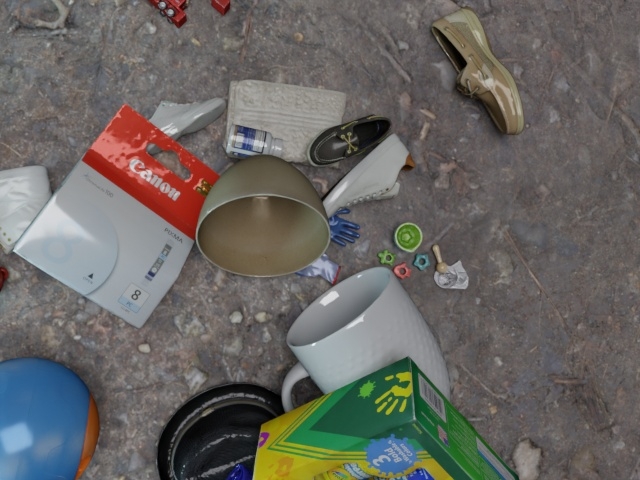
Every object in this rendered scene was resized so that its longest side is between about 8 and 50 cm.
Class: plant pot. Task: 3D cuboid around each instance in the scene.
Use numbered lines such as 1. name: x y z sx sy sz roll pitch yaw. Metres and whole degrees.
1. plant pot: -0.124 -0.076 1.513 0.284 0.284 0.191 4 51 -10

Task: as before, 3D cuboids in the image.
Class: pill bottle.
1. pill bottle: -0.147 -0.216 1.546 0.120 0.067 0.067 12 85 -10

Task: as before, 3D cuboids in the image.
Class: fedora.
1. fedora: -0.191 0.473 1.503 0.334 0.152 0.334 1 87 -10

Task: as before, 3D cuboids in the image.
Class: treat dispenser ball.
1. treat dispenser ball: -0.589 0.377 1.369 0.288 0.288 0.288 1 87 -10

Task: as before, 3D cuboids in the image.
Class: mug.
1. mug: 0.089 0.295 1.514 0.374 0.276 0.328 -34 103 3

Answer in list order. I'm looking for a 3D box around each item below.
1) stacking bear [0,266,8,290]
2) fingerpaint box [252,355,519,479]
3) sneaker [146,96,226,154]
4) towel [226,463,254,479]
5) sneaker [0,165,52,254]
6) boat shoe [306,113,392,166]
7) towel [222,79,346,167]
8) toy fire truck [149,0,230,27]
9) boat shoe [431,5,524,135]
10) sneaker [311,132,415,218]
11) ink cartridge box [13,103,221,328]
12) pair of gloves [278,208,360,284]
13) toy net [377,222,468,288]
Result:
1. stacking bear: -0.803 0.054 1.421 0.289 0.164 0.175 23 50 -18
2. fingerpaint box: 0.147 0.491 1.399 0.371 0.163 0.445 -29 119 22
3. sneaker: -0.322 -0.286 1.569 0.212 0.080 0.094 -30 80 -9
4. towel: -0.115 0.632 1.389 0.308 0.076 0.227 45 66 -18
5. sneaker: -0.713 -0.046 1.465 0.292 0.108 0.169 -14 86 -12
6. boat shoe: 0.068 -0.236 1.595 0.228 0.069 0.081 -32 108 -31
7. towel: -0.083 -0.272 1.621 0.282 0.049 0.187 6 87 -11
8. toy fire truck: -0.319 -0.570 1.596 0.192 0.047 0.135 43 80 -4
9. boat shoe: 0.380 -0.397 1.680 0.110 0.121 0.341 -25 81 -6
10. sneaker: 0.110 -0.122 1.610 0.290 0.106 0.123 -42 94 -15
11. ink cartridge box: -0.407 -0.051 1.485 0.308 0.091 0.385 38 83 -23
12. pair of gloves: 0.000 0.000 1.630 0.159 0.023 0.198 27 78 -6
13. toy net: 0.259 0.060 1.661 0.232 0.045 0.122 34 81 -7
